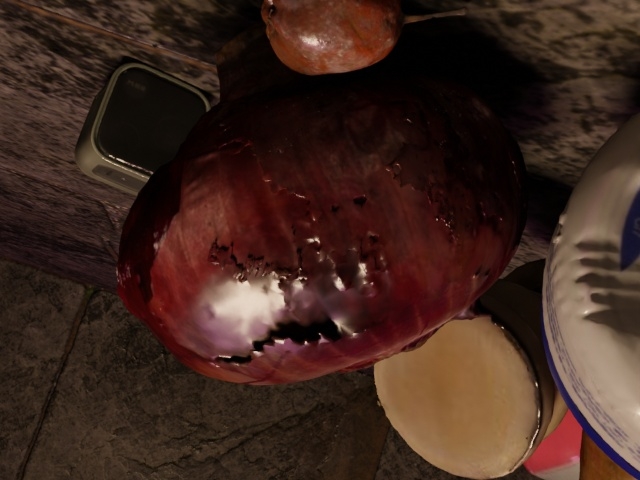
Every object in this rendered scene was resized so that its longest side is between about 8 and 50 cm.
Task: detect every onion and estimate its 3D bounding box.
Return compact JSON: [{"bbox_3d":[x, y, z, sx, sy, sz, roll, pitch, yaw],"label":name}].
[{"bbox_3d":[-0.003,-0.027,0.540,0.252,0.219,0.252,-24,175,-2],"label":"onion"}]

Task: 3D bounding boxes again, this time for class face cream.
[{"bbox_3d":[0.212,0.026,0.425,0.206,0.206,0.111,14,165,16],"label":"face cream"}]

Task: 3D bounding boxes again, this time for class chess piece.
[{"bbox_3d":[0.175,0.073,0.700,0.142,0.143,0.261,6,-163,44],"label":"chess piece"}]

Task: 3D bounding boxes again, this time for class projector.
[{"bbox_3d":[-0.144,-0.086,0.716,0.083,0.083,0.082,23,167,-21],"label":"projector"}]

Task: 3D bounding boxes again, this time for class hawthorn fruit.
[{"bbox_3d":[0.022,-0.112,0.444,0.103,0.067,0.067,5,172,-17],"label":"hawthorn fruit"}]

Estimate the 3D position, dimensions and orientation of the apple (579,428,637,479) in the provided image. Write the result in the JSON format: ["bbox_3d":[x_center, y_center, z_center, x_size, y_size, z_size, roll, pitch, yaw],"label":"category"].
[{"bbox_3d":[0.343,0.180,0.627,0.301,0.302,0.301,17,168,4],"label":"apple"}]

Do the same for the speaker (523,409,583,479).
[{"bbox_3d":[0.316,0.150,0.903,0.294,0.294,0.294,17,168,4],"label":"speaker"}]
